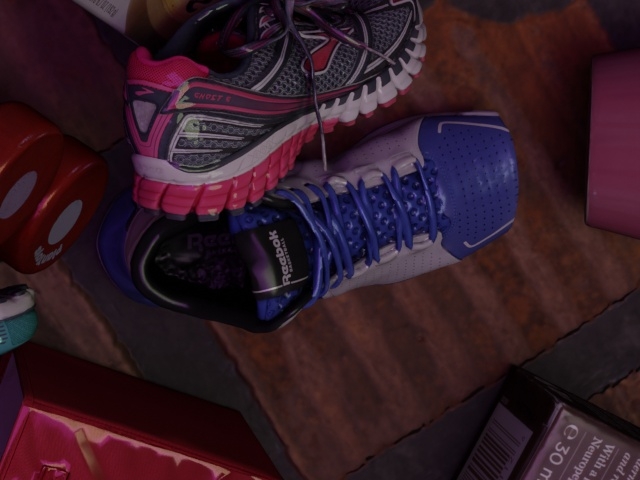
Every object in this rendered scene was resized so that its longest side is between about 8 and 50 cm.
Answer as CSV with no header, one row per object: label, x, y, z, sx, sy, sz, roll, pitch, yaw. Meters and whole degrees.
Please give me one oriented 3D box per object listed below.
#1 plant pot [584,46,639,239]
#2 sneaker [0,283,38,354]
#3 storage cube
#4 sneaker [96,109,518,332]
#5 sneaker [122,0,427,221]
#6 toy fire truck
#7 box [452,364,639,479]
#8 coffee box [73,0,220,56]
plant pot,0.287,-0.070,1.252,0.180,0.201,0.201,2,98,7
sneaker,-0.252,0.112,1.129,0.107,0.275,0.110,-20,75,-41
storage cube,-0.159,0.201,1.214,0.193,0.215,0.184,20,95,-16
sneaker,-0.001,0.000,1.217,0.315,0.182,0.127,-13,102,-5
sneaker,-0.022,-0.128,1.158,0.121,0.299,0.112,11,126,29
toy fire truck,-0.292,-0.004,1.124,0.169,0.302,0.254,34,88,9
box,0.281,0.272,1.322,0.381,0.143,0.191,27,94,-13
coffee box,-0.133,-0.236,1.101,0.119,0.297,0.168,37,92,25
